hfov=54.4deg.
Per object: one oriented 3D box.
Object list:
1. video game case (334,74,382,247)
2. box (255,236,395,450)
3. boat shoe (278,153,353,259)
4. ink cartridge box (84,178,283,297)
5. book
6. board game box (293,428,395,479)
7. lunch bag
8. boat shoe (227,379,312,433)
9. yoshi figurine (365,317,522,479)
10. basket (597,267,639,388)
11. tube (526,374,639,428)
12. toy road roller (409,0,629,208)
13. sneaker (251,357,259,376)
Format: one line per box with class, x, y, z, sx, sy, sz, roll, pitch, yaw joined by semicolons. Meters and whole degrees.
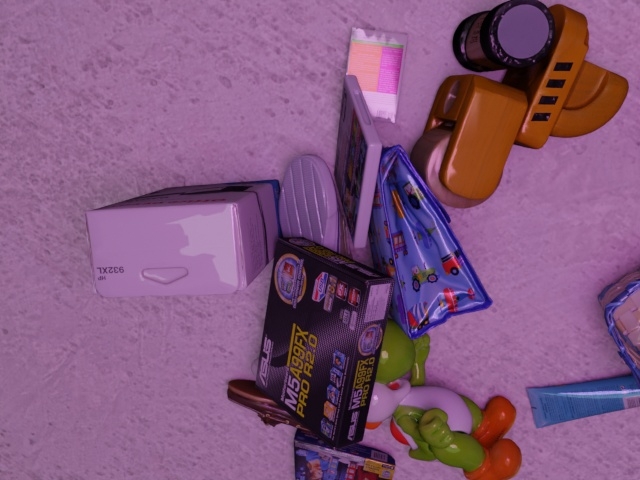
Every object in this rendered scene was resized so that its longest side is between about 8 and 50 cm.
video game case;0.054;-0.121;0.966;0.023;0.183;0.201;-4;136;-9
box;-0.003;0.152;0.976;0.216;0.060;0.270;25;110;45
boat shoe;0.000;0.000;1.081;0.109;0.094;0.302;3;105;34
ink cartridge box;-0.194;-0.015;0.992;0.223;0.307;0.129;-3;101;8
book;0.090;-0.275;1.046;0.096;0.035;0.144;8;102;3
board game box;0.027;0.472;1.185;0.194;0.060;0.194;14;104;5
lunch bag;0.126;-0.021;0.987;0.138;0.221;0.293;-23;95;-1
boat shoe;-0.078;0.316;1.161;0.207;0.073;0.073;14;101;5
yoshi figurine;0.173;0.253;1.052;0.362;0.203;0.203;27;71;-4
basket;0.564;0.120;0.926;0.255;0.289;0.201;-34;90;15
tube;0.476;0.278;1.096;0.207;0.052;0.080;-15;94;15
toy road roller;0.303;-0.193;0.952;0.241;0.202;0.329;20;101;-8
sneaker;-0.017;0.230;1.142;0.212;0.080;0.094;15;97;-5
